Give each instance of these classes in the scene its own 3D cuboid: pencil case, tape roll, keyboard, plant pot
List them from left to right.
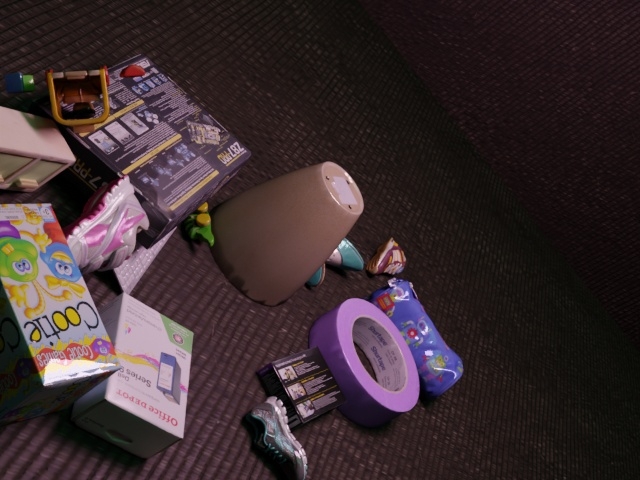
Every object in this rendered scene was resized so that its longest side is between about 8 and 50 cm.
[{"bbox_3d":[-0.322,0.005,1.613,0.256,0.014,0.072,-68,151,-57],"label":"keyboard"},{"bbox_3d":[-0.051,-0.038,1.833,0.256,0.274,0.256,38,32,-30],"label":"plant pot"},{"bbox_3d":[0.099,0.268,1.933,0.275,0.090,0.275,36,34,-30],"label":"tape roll"},{"bbox_3d":[0.229,0.232,2.129,0.306,0.133,0.119,56,-5,0],"label":"pencil case"}]

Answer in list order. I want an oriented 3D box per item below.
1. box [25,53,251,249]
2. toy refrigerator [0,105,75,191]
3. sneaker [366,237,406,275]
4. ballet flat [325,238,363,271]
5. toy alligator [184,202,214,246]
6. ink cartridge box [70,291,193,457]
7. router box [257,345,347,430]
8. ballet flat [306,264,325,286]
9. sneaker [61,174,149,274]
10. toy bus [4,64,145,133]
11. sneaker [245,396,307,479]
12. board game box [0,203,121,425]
[{"bbox_3d":[-0.338,-0.187,1.686,0.318,0.097,0.395,40,29,-2],"label":"box"},{"bbox_3d":[-0.500,-0.140,1.356,0.094,0.102,0.269,59,10,6],"label":"toy refrigerator"},{"bbox_3d":[0.183,0.058,2.303,0.084,0.069,0.185,47,30,-4],"label":"sneaker"},{"bbox_3d":[0.000,0.000,2.094,0.247,0.083,0.087,50,53,-10],"label":"ballet flat"},{"bbox_3d":[-0.255,-0.057,1.783,0.051,0.056,0.190,-9,49,-11],"label":"toy alligator"},{"bbox_3d":[-0.293,0.214,1.389,0.154,0.093,0.212,37,35,-31],"label":"ink cartridge box"},{"bbox_3d":[-0.034,0.292,1.749,0.179,0.046,0.133,-8,66,-59],"label":"router box"},{"bbox_3d":[-0.031,0.004,2.013,0.067,0.073,0.206,-14,87,-72],"label":"ballet flat"},{"bbox_3d":[-0.365,0.009,1.430,0.111,0.103,0.252,51,56,-21],"label":"sneaker"},{"bbox_3d":[-0.402,-0.233,1.470,0.202,0.191,0.104,-15,102,-56],"label":"toy bus"},{"bbox_3d":[-0.085,0.370,1.591,0.076,0.065,0.166,-10,64,-42],"label":"sneaker"},{"bbox_3d":[-0.427,0.101,1.247,0.142,0.144,0.275,-5,63,-58],"label":"board game box"}]
